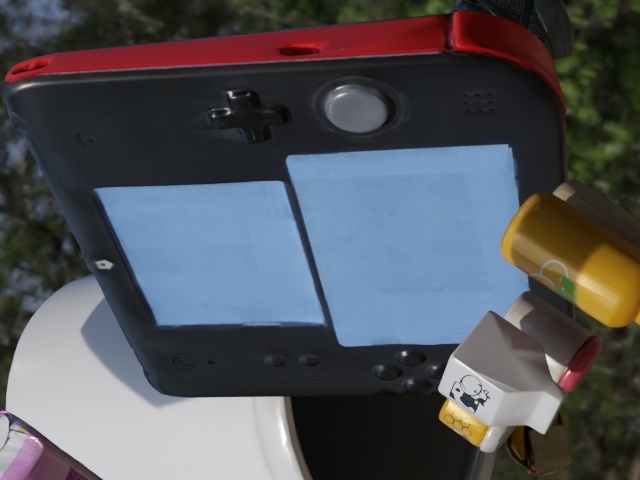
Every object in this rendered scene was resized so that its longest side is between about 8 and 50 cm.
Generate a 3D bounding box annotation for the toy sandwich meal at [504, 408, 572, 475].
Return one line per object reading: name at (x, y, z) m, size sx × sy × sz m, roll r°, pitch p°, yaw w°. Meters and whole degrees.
toy sandwich meal at (0.216, 0.190, 1.457) m, size 0.029 × 0.086 × 0.085 m, roll -10°, pitch 56°, yaw 61°

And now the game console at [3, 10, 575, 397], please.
game console at (0.000, 0.000, 1.018) m, size 0.386 × 0.342 × 0.060 m, roll 75°, pitch -168°, yaw -52°

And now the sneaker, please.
sneaker at (0.179, -0.283, 1.616) m, size 0.087 × 0.130 × 0.227 m, roll 75°, pitch 175°, yaw -72°

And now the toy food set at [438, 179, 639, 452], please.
toy food set at (0.144, 0.054, 0.799) m, size 0.111 × 0.104 × 0.232 m, roll -45°, pitch -18°, yaw -31°

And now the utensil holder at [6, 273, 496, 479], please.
utensil holder at (-0.072, 0.154, 1.455) m, size 0.328 × 0.385 × 0.327 m, roll 12°, pitch -106°, yaw -49°

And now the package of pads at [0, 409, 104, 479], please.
package of pads at (-0.103, 0.103, 0.546) m, size 0.050 × 0.032 × 0.083 m, roll -54°, pitch -38°, yaw -13°
